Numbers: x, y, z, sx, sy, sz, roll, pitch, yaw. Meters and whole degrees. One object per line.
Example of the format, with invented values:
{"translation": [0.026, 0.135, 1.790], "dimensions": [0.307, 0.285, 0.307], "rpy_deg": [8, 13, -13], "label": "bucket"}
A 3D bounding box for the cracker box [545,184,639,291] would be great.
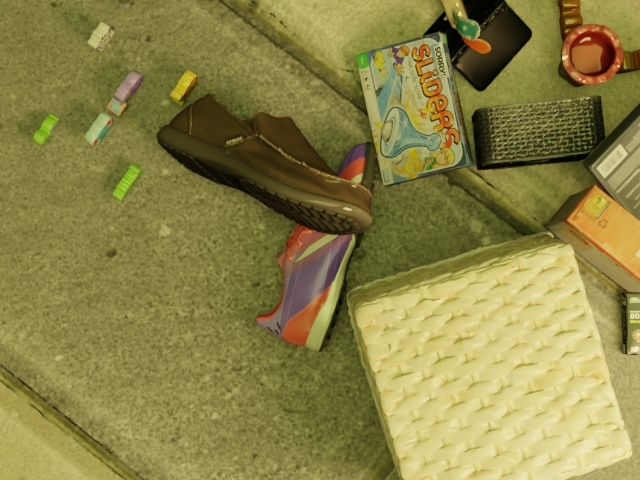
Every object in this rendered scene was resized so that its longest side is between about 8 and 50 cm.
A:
{"translation": [0.408, 0.001, 1.840], "dimensions": [0.156, 0.232, 0.067], "rpy_deg": [39, 89, 3], "label": "cracker box"}

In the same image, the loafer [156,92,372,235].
{"translation": [-0.071, -0.124, 1.871], "dimensions": [0.366, 0.134, 0.130], "rpy_deg": [26, 80, 26], "label": "loafer"}

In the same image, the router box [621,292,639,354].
{"translation": [0.507, 0.122, 1.930], "dimensions": [0.122, 0.038, 0.092], "rpy_deg": [-1, 88, 3], "label": "router box"}

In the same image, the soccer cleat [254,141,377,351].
{"translation": [0.000, 0.000, 1.924], "dimensions": [0.116, 0.108, 0.318], "rpy_deg": [17, 93, 2], "label": "soccer cleat"}

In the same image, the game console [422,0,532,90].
{"translation": [0.234, -0.306, 1.966], "dimensions": [0.122, 0.071, 0.107], "rpy_deg": [-48, 57, 0], "label": "game console"}

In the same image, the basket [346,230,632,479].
{"translation": [0.225, 0.181, 1.832], "dimensions": [0.331, 0.266, 0.328], "rpy_deg": [-16, 89, 4], "label": "basket"}

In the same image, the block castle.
{"translation": [0.460, -0.454, 1.858], "dimensions": [0.303, 0.213, 0.453], "rpy_deg": [-8, 88, 2], "label": "block castle"}

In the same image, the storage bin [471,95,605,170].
{"translation": [0.315, -0.154, 1.903], "dimensions": [0.180, 0.122, 0.084], "rpy_deg": [-7, 88, 2], "label": "storage bin"}

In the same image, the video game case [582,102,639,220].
{"translation": [0.508, -0.097, 1.860], "dimensions": [0.196, 0.026, 0.274], "rpy_deg": [-46, 127, 1], "label": "video game case"}

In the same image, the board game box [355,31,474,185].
{"translation": [0.139, -0.193, 1.935], "dimensions": [0.136, 0.035, 0.201], "rpy_deg": [-13, 88, 22], "label": "board game box"}

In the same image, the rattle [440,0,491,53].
{"translation": [0.148, -0.347, 1.912], "dimensions": [0.143, 0.130, 0.199], "rpy_deg": [-17, 87, -4], "label": "rattle"}

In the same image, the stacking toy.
{"translation": [-0.310, -0.197, 1.968], "dimensions": [0.167, 0.052, 0.221], "rpy_deg": [33, 91, 3], "label": "stacking toy"}
